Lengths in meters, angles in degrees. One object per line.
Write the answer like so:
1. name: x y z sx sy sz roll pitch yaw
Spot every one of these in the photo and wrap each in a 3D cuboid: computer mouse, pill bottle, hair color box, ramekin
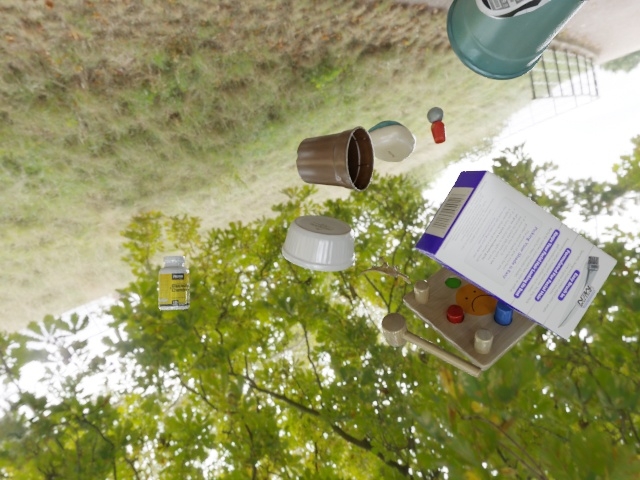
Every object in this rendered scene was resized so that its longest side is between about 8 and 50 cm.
1. computer mouse: 0.353 -0.419 0.715 0.193 0.106 0.042 -16 167 8
2. pill bottle: -0.512 0.148 1.505 0.103 0.184 0.103 -3 174 0
3. hair color box: 0.379 0.027 0.842 0.185 0.339 0.110 -58 -169 2
4. ramekin: 0.000 0.000 1.562 0.273 0.127 0.273 8 -159 -3

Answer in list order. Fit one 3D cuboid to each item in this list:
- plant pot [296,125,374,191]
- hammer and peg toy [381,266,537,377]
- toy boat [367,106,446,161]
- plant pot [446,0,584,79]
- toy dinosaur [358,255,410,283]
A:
1. plant pot: 0.035 -0.214 1.145 0.165 0.167 0.167 5 -151 30
2. hammer and peg toy: 0.335 0.180 1.008 0.361 0.127 0.266 -33 -133 -19
3. toy boat: 0.347 -0.431 1.743 0.318 0.148 0.267 -12 164 22
4. plant pot: 0.588 -0.702 1.232 0.341 0.341 0.334 -23 176 -8
5. toy dinosaur: 0.192 0.087 1.304 0.183 0.053 0.092 11 -160 -18
